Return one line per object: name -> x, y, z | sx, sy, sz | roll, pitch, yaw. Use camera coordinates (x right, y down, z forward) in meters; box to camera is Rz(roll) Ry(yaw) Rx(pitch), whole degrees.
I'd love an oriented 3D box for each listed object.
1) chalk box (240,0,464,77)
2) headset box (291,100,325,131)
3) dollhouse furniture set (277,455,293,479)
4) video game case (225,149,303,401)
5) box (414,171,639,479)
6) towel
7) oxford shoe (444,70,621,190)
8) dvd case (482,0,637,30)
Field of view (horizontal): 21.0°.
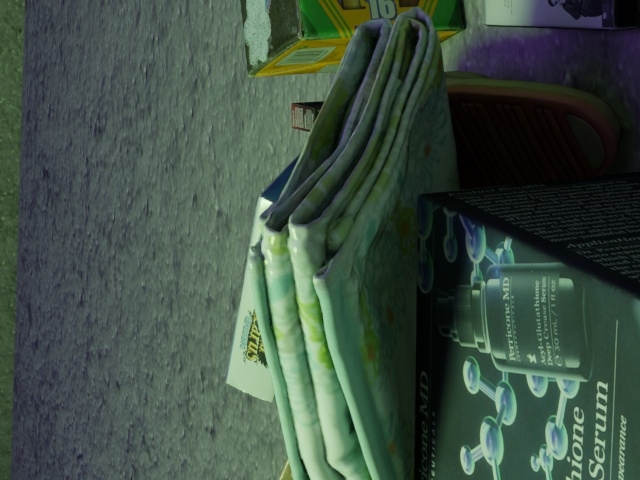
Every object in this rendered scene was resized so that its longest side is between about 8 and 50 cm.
chalk box -> 0.016, -0.329, 1.776 | 0.180, 0.179, 0.289 | 159, 106, -69
headset box -> 0.006, -0.143, 1.999 | 0.083, 0.062, 0.032 | -163, 70, -66
dollhouse furniture set -> 0.045, 0.253, 1.851 | 0.151, 0.123, 0.144 | -121, 51, -67
video game case -> 0.000, 0.000, 1.827 | 0.269, 0.061, 0.244 | -49, -23, -51
box -> 0.240, 0.133, 1.254 | 0.395, 0.211, 0.294 | -149, 56, -65
towel -> 0.051, 0.040, 1.435 | 0.321, 0.090, 0.375 | -65, -26, -44
oxford shoe -> 0.147, -0.114, 1.570 | 0.348, 0.130, 0.123 | 4, 128, 50
dvd case -> 0.203, -0.275, 1.506 | 0.238, 0.029, 0.179 | -159, 66, -67
